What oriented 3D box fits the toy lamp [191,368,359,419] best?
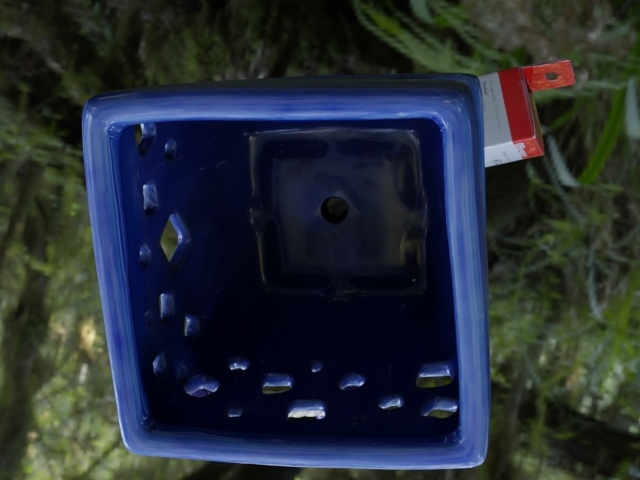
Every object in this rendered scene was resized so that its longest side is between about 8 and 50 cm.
[{"bbox_3d":[-0.050,0.168,1.238,0.080,0.080,0.275,11,178,33],"label":"toy lamp"}]

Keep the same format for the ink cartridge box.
[{"bbox_3d":[0.157,-0.119,1.262,0.231,0.078,0.134,-12,174,14],"label":"ink cartridge box"}]

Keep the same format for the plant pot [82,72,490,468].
[{"bbox_3d":[0.000,0.000,0.796,0.236,0.236,0.212,0,-165,13],"label":"plant pot"}]
